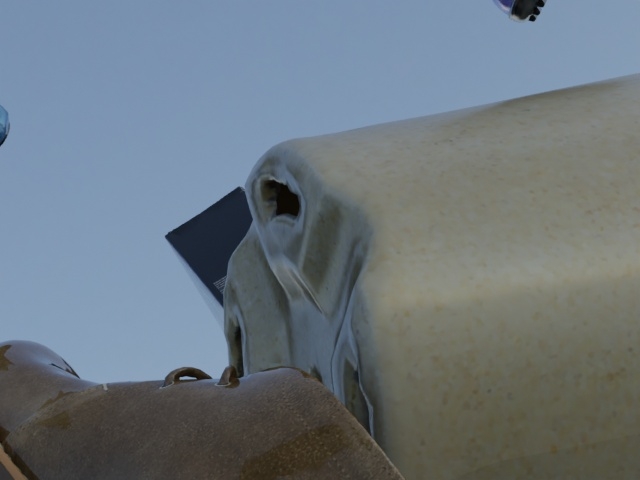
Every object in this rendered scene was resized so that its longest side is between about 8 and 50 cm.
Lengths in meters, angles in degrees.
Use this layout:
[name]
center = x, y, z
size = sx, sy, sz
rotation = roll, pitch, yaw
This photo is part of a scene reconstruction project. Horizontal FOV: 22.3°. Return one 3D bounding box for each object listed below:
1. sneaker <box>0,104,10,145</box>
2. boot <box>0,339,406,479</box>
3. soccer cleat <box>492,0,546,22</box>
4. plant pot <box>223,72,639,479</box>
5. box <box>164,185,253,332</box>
[sneaker]
center = -0.235, -0.101, 0.904
size = 0.073, 0.063, 0.162
rotation = -31, -49, 29
[boot]
center = -0.048, 0.091, 0.593
size = 0.115, 0.305, 0.112
rotation = -48, -58, -7
[soccer cleat]
center = 0.112, -0.252, 0.992
size = 0.318, 0.116, 0.108
rotation = 81, -148, -64
[plant pot]
center = 0.128, 0.058, 0.740
size = 0.305, 0.334, 0.334
rotation = -5, -32, -18
[box]
center = -0.032, 0.099, 1.631
size = 0.103, 0.184, 0.261
rotation = -32, -58, -6
